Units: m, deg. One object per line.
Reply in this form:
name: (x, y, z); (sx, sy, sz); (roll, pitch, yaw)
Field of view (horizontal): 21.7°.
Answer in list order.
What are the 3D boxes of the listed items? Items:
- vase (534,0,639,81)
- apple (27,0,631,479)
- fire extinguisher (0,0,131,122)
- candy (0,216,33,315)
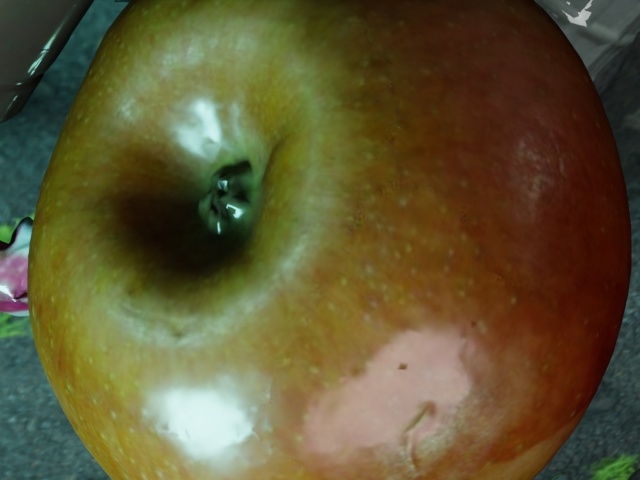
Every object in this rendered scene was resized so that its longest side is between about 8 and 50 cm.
vase: (0.074, -0.073, 0.867); (0.143, 0.143, 0.299); (16, 124, -42)
apple: (0.000, 0.000, 0.697); (0.206, 0.251, 0.271); (28, 85, -45)
fire extinguisher: (-0.066, -0.194, 0.667); (0.141, 0.105, 0.341); (0, 138, -52)
candy: (-0.150, 0.023, 0.796); (0.365, 0.124, 0.124); (24, 122, -26)
